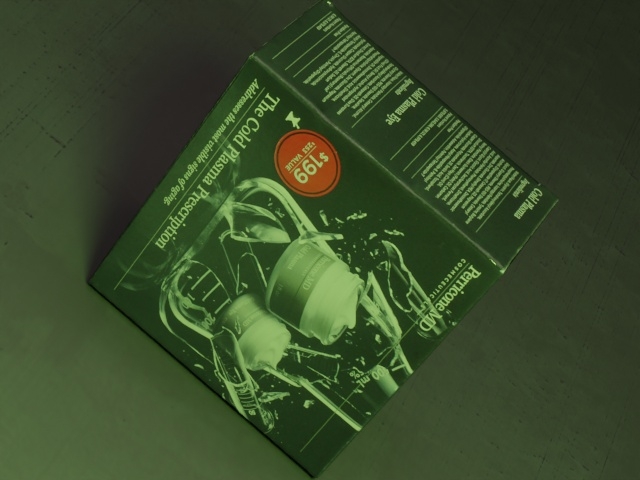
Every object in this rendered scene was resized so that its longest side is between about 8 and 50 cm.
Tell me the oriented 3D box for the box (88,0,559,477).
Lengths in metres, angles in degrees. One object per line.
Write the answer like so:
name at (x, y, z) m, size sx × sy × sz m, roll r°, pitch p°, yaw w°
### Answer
box at (0.000, 0.000, 1.952) m, size 0.312 × 0.343 × 0.179 m, roll 40°, pitch 35°, yaw 2°
